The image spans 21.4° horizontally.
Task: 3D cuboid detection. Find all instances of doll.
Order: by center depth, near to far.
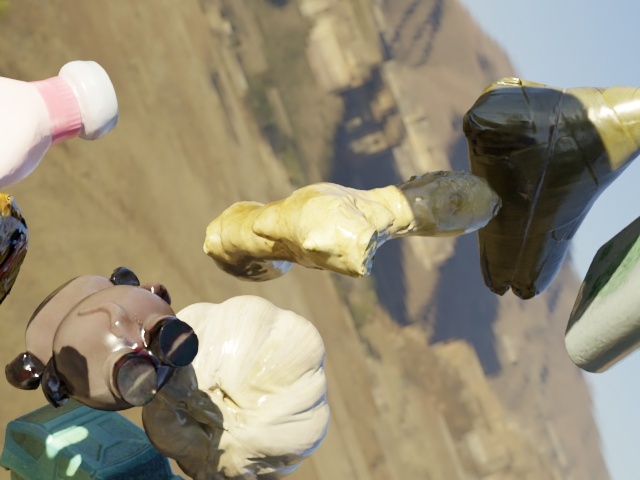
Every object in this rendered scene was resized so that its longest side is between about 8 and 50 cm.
[{"bbox_3d":[-0.221,0.104,1.741,0.117,0.182,0.257,57,-24,-19],"label":"doll"}]

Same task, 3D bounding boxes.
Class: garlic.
[{"bbox_3d":[-0.097,0.171,1.858,0.152,0.227,0.228,-78,148,-71],"label":"garlic"}]

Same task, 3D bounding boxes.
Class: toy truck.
[{"bbox_3d":[-0.262,0.308,2.055,0.279,0.155,0.156,28,-54,36],"label":"toy truck"}]

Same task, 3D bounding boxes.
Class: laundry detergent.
[{"bbox_3d":[-0.356,-0.093,1.626,0.159,0.335,0.088,50,-32,34],"label":"laundry detergent"}]

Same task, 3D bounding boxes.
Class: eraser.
[{"bbox_3d":[0.354,0.039,1.818,0.081,0.174,0.227,30,-24,-4],"label":"eraser"}]

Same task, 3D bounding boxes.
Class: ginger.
[{"bbox_3d":[-0.014,-0.014,1.909,0.348,0.363,0.122,-1,88,-65],"label":"ginger"}]

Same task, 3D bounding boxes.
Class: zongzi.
[{"bbox_3d":[0.338,-0.063,2.113,0.145,0.300,0.274,-62,147,-62],"label":"zongzi"}]

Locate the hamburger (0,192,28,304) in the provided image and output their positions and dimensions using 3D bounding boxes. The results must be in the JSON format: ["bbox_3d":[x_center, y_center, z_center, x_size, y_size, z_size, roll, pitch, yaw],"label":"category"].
[{"bbox_3d":[-0.334,0.030,1.407,0.107,0.231,0.231,29,0,5],"label":"hamburger"}]
